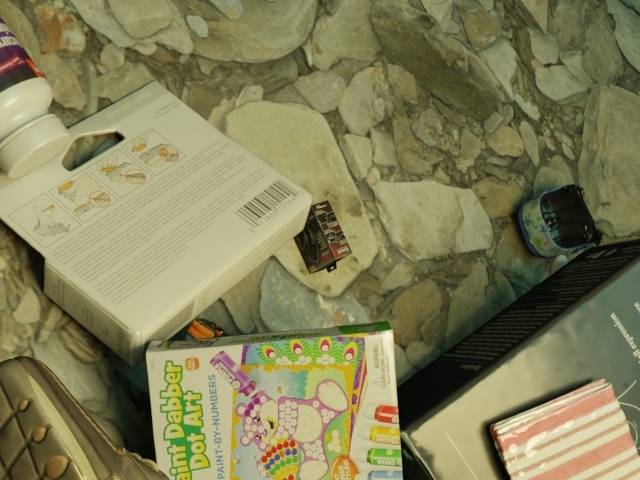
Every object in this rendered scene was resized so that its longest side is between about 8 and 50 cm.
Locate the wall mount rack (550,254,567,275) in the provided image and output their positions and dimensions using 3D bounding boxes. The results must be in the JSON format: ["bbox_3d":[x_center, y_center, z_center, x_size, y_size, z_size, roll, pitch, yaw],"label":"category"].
[{"bbox_3d":[0.417,0.174,1.385,0.350,0.130,0.304,-5,73,-37],"label":"wall mount rack"}]

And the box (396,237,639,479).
[{"bbox_3d":[0.300,0.224,1.139,0.395,0.212,0.293,-33,92,-13],"label":"box"}]

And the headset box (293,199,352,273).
[{"bbox_3d":[0.000,0.000,1.216,0.032,0.062,0.083,-19,83,-38],"label":"headset box"}]

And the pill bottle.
[{"bbox_3d":[-0.353,-0.166,1.012,0.108,0.108,0.193,-37,92,-39],"label":"pill bottle"}]

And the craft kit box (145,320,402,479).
[{"bbox_3d":[-0.041,0.215,0.973,0.247,0.061,0.250,-5,97,-1],"label":"craft kit box"}]

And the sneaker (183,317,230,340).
[{"bbox_3d":[-0.086,0.181,1.078,0.087,0.083,0.221,-46,112,-3],"label":"sneaker"}]

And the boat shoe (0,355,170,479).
[{"bbox_3d":[-0.207,0.264,0.893,0.355,0.132,0.130,65,22,-6],"label":"boat shoe"}]

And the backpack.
[{"bbox_3d":[0.351,-0.023,1.453,0.114,0.084,0.105,-13,79,-41],"label":"backpack"}]

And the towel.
[{"bbox_3d":[0.273,0.260,1.011,0.144,0.029,0.197,-20,91,-11],"label":"towel"}]

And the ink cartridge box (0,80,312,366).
[{"bbox_3d":[-0.199,-0.034,1.093,0.261,0.066,0.296,37,49,16],"label":"ink cartridge box"}]
